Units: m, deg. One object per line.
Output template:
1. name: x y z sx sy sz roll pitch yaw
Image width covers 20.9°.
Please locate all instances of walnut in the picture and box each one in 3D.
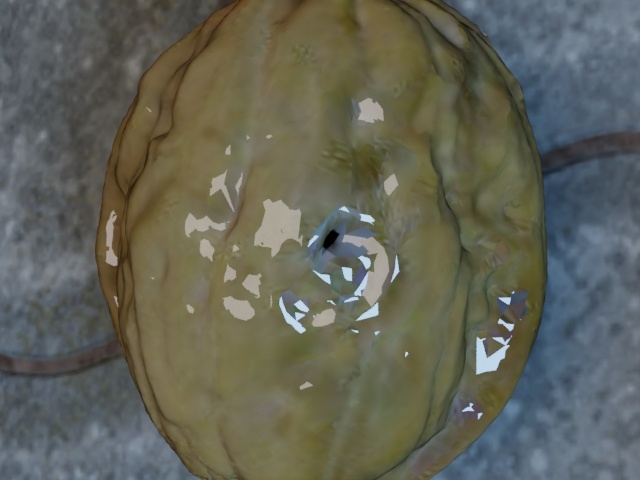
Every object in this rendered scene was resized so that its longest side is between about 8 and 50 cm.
1. walnut: 0.000 0.000 0.747 0.198 0.198 0.245 9 97 28
